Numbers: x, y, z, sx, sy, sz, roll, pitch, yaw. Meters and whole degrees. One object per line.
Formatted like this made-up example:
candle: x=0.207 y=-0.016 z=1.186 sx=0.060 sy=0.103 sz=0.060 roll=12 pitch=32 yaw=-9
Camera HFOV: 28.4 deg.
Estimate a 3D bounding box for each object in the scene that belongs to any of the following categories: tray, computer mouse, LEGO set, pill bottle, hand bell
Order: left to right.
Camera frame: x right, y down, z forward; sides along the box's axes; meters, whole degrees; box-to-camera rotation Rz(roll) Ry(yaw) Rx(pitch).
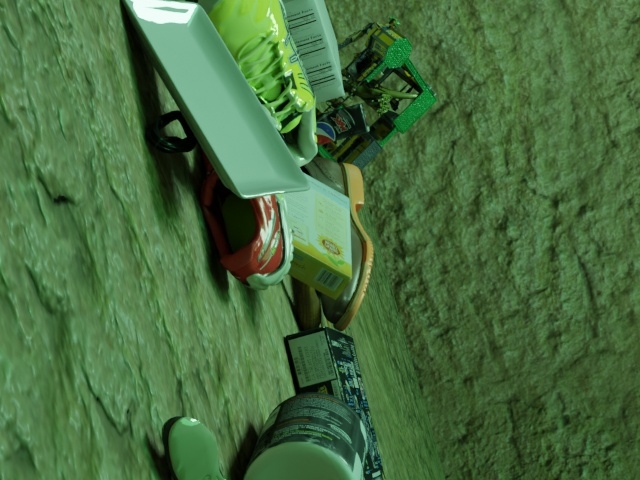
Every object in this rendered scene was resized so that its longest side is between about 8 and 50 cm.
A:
tray: x=-0.122 y=-0.157 z=1.425 sx=0.145 sy=0.030 sz=0.270 roll=-12 pitch=67 yaw=-57
computer mouse: x=-0.119 y=-0.109 z=1.449 sx=0.242 sy=0.041 sz=0.071 roll=0 pitch=58 yaw=-55
hand bell: x=-0.020 y=0.058 z=1.959 sx=0.126 sy=0.126 sz=0.242 roll=-95 pitch=179 yaw=-51
pill bottle: x=-0.012 y=0.252 z=1.453 sx=0.246 sy=0.130 sz=0.130 roll=-63 pitch=138 yaw=-78
LEGO set: x=0.046 y=-0.283 z=2.411 sx=0.255 sy=0.331 sz=0.192 roll=32 pitch=10 yaw=-50

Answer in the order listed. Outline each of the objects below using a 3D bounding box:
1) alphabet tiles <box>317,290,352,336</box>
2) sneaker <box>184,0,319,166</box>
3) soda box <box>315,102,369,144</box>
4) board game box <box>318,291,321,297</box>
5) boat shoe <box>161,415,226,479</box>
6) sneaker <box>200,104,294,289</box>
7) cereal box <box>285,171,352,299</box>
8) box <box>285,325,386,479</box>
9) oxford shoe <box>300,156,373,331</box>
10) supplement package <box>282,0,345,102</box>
alphabet tiles: x=0.031 y=0.160 z=2.412 sx=0.285 sy=0.011 sz=0.342 roll=68 pitch=11 yaw=-48
sneaker: x=-0.073 y=-0.237 z=1.740 sx=0.147 sy=0.145 sz=0.385 roll=52 pitch=-2 yaw=26
soda box: x=-0.001 y=-0.196 z=2.230 sx=0.060 sy=0.169 sz=0.053 roll=-53 pitch=128 yaw=-80
board game box: x=0.013 y=0.005 z=2.355 sx=0.243 sy=0.042 sz=0.165 roll=-41 pitch=112 yaw=-78
boat shoe: x=-0.114 y=0.204 z=1.137 sx=0.043 sy=0.049 sz=0.137 roll=23 pitch=-33 yaw=42
sneaker: x=-0.102 y=-0.078 z=1.554 sx=0.118 sy=0.107 sz=0.279 roll=32 pitch=39 yaw=-60
cereal box: x=-0.040 y=-0.031 z=1.742 sx=0.173 sy=0.047 sz=0.240 roll=29 pitch=24 yaw=-14
box: x=0.035 y=0.289 z=1.960 sx=0.295 sy=0.073 sz=0.293 roll=38 pitch=39 yaw=-78
oxford shoe: x=0.000 y=0.000 z=2.110 sx=0.130 sy=0.132 sz=0.364 roll=-57 pitch=-154 yaw=36
supplement package: x=-0.060 y=-0.363 z=2.186 sx=0.194 sy=0.149 sz=0.203 roll=-96 pitch=169 yaw=-52
